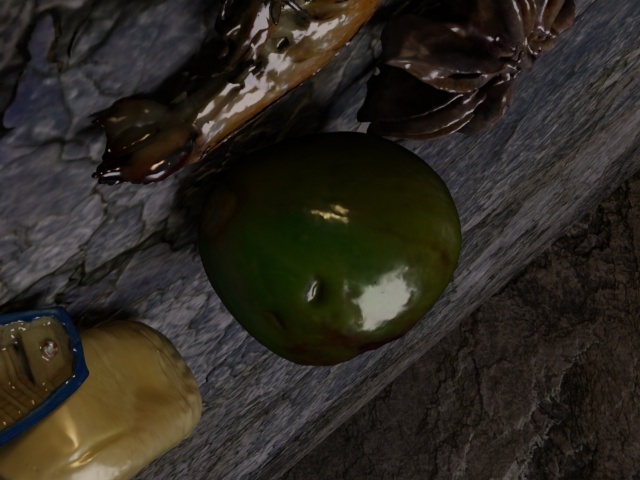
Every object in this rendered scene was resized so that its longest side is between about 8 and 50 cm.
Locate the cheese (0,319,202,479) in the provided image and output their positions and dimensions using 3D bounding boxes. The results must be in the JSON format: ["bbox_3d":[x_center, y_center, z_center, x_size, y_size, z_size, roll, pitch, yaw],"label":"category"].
[{"bbox_3d":[-0.200,0.162,0.781,0.214,0.117,0.226,-41,172,19],"label":"cheese"}]

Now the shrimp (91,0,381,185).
[{"bbox_3d":[-0.059,-0.108,0.491,0.222,0.054,0.290,-46,165,19],"label":"shrimp"}]

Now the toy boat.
[{"bbox_3d":[-0.239,0.103,0.606,0.046,0.080,0.229,-9,-166,42],"label":"toy boat"}]

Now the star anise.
[{"bbox_3d":[0.122,-0.157,0.782,0.236,0.093,0.229,-38,160,-34],"label":"star anise"}]

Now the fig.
[{"bbox_3d":[0.000,0.000,0.751,0.191,0.181,0.181,20,121,-42],"label":"fig"}]
